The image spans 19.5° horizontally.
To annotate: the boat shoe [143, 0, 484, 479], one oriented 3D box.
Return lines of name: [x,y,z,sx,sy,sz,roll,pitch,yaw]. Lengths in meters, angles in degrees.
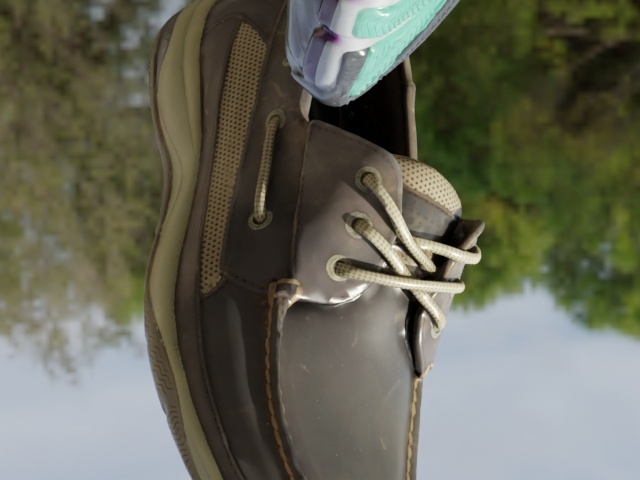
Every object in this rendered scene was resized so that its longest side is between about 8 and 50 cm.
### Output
boat shoe: [0.000,0.000,0.884,0.130,0.355,0.132,-30,142,28]

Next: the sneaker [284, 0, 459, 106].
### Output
sneaker: [0.016,-0.138,0.498,0.098,0.223,0.083,38,-132,13]
